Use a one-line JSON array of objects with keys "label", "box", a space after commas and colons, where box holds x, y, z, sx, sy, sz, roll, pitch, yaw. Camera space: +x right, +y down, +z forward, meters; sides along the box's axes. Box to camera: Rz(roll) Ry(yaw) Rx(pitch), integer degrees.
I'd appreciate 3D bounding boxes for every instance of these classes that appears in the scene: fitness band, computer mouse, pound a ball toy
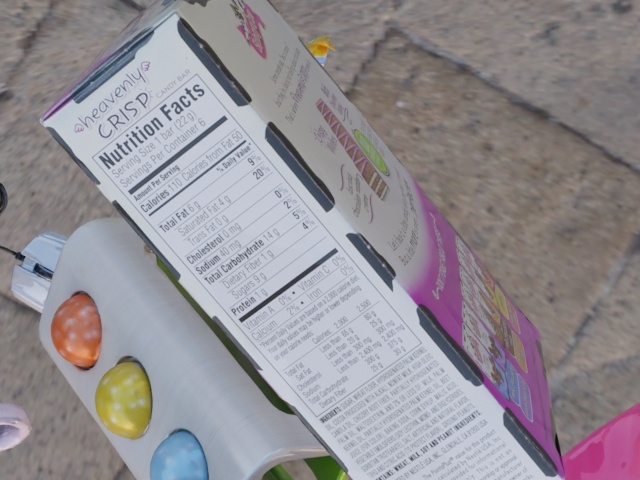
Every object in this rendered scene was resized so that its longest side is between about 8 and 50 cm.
[{"label": "fitness band", "box": [0.179, 0.149, 1.000, 0.209, 0.291, 0.054, -44, 72, 28]}, {"label": "computer mouse", "box": [-0.211, 0.028, 1.314, 0.193, 0.042, 0.106, 23, 98, -27]}, {"label": "pound a ball toy", "box": [-0.096, 0.061, 1.134, 0.136, 0.319, 0.208, -3, 126, -38]}]

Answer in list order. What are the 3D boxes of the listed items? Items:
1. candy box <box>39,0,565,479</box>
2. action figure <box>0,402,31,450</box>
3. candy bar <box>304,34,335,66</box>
[{"label": "candy box", "box": [0.000, 0.000, 0.667, 0.071, 0.159, 0.233, -36, 102, 14]}, {"label": "action figure", "box": [-0.383, 0.110, 1.077, 0.248, 0.370, 0.275, -34, 95, 2]}, {"label": "candy bar", "box": [-0.025, -0.081, 1.203, 0.018, 0.040, 0.161, 31, 119, 21]}]
